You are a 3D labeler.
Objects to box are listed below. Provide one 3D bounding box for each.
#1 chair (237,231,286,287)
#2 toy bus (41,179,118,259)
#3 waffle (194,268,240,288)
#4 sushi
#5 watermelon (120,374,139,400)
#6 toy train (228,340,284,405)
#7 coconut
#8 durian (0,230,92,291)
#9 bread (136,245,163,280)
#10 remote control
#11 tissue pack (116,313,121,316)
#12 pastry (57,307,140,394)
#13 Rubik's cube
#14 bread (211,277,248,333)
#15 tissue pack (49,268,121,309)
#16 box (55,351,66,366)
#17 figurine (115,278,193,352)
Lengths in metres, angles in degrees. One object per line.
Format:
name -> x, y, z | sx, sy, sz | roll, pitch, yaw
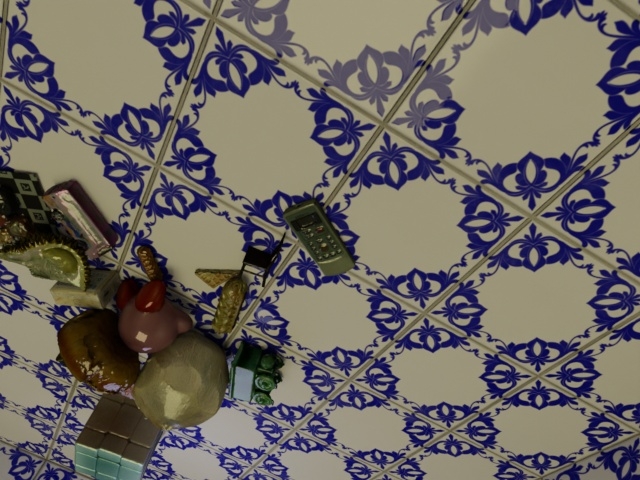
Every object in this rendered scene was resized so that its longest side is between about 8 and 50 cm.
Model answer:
chair -> -0.192, 0.047, 1.594 | 0.101, 0.084, 0.212 | 19, 129, -7
toy bus -> -0.802, -0.065, 1.644 | 0.112, 0.090, 0.274 | -16, 124, 14
waffle -> -0.364, 0.113, 1.722 | 0.152, 0.023, 0.097 | -27, 118, 31
sushi -> -1.111, -0.081, 1.702 | 0.343, 0.064, 0.359 | 7, 130, 4
watermelon -> -0.861, 0.606, 2.153 | 0.140, 0.193, 0.257 | -39, 110, 1
toy train -> -0.257, 0.546, 1.961 | 0.201, 0.145, 0.266 | 16, 129, 4
coconut -> -0.539, 0.556, 1.895 | 0.346, 0.360, 0.346 | 5, 129, 7
durian -> -0.934, 0.054, 1.683 | 0.306, 0.167, 0.172 | 25, 169, -39
bread -> -0.610, 0.086, 1.745 | 0.052, 0.044, 0.157 | -4, 127, 11
remote control -> 0.000, 0.000, 1.539 | 0.123, 0.038, 0.285 | -17, 122, 24
tissue pack -> -0.845, 0.354, 1.997 | 0.155, 0.065, 0.116 | 0, 124, 14
pastry -> -0.790, 0.395, 1.775 | 0.164, 0.356, 0.356 | -39, 115, 1
Rubik's cube -> -0.930, 0.924, 2.301 | 0.315, 0.319, 0.322 | 21, 130, -4
bread -> -0.325, 0.233, 1.756 | 0.098, 0.087, 0.269 | -3, 138, -28
tissue pack -> -0.865, 0.175, 1.808 | 0.196, 0.148, 0.092 | 6, 125, 9
box -> -0.999, 0.463, 2.069 | 0.201, 0.144, 0.090 | -18, 125, 23
figurine -> -0.636, 0.295, 1.780 | 0.269, 0.211, 0.261 | -1, 134, 39
